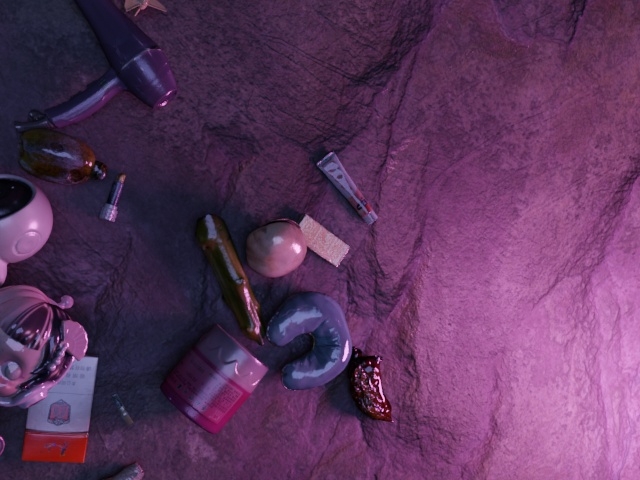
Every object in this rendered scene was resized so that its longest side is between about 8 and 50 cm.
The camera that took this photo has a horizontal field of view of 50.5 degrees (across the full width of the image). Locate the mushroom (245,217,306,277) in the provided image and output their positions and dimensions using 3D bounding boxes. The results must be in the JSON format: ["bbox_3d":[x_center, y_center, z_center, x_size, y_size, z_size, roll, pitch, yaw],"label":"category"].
[{"bbox_3d":[-0.110,0.014,1.626,0.154,0.122,0.154,-13,138,-12],"label":"mushroom"}]

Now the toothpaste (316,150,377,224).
[{"bbox_3d":[0.071,-0.130,1.716,0.056,0.036,0.205,-40,99,-10],"label":"toothpaste"}]

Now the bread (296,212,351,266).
[{"bbox_3d":[0.000,0.000,1.701,0.154,0.028,0.068,35,82,-16],"label":"bread"}]

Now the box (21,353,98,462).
[{"bbox_3d":[-0.586,0.375,1.532,0.139,0.035,0.245,9,89,-18],"label":"box"}]

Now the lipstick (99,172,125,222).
[{"bbox_3d":[-0.470,-0.101,1.549,0.037,0.037,0.116,18,84,-17],"label":"lipstick"}]

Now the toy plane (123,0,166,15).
[{"bbox_3d":[-0.434,-0.609,1.496,0.229,0.092,0.244,-22,86,-47],"label":"toy plane"}]

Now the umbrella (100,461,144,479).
[{"bbox_3d":[-0.473,0.567,1.561,0.143,0.067,0.062,-33,131,-20],"label":"umbrella"}]

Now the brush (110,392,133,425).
[{"bbox_3d":[-0.462,0.395,1.583,0.016,0.013,0.083,-28,102,-16],"label":"brush"}]

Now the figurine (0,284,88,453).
[{"bbox_3d":[-0.671,0.248,1.391,0.253,0.211,0.361,42,88,-18],"label":"figurine"}]

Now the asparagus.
[{"bbox_3d":[-0.208,0.092,1.614,0.082,0.085,0.343,-30,106,-26],"label":"asparagus"}]

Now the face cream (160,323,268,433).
[{"bbox_3d":[-0.242,0.316,1.563,0.175,0.175,0.195,42,82,-15],"label":"face cream"}]

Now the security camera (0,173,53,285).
[{"bbox_3d":[-0.671,-0.025,1.412,0.236,0.194,0.194,-42,103,-14],"label":"security camera"}]

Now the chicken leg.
[{"bbox_3d":[0.125,0.375,1.739,0.105,0.063,0.234,-14,98,-11],"label":"chicken leg"}]

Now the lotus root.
[{"bbox_3d":[-0.563,-0.177,1.488,0.192,0.088,0.113,16,111,-18],"label":"lotus root"}]

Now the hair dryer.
[{"bbox_3d":[-0.529,-0.360,1.493,0.361,0.121,0.301,-38,94,-7],"label":"hair dryer"}]

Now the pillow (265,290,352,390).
[{"bbox_3d":[-0.024,0.241,1.666,0.214,0.086,0.233,-23,100,-24],"label":"pillow"}]
